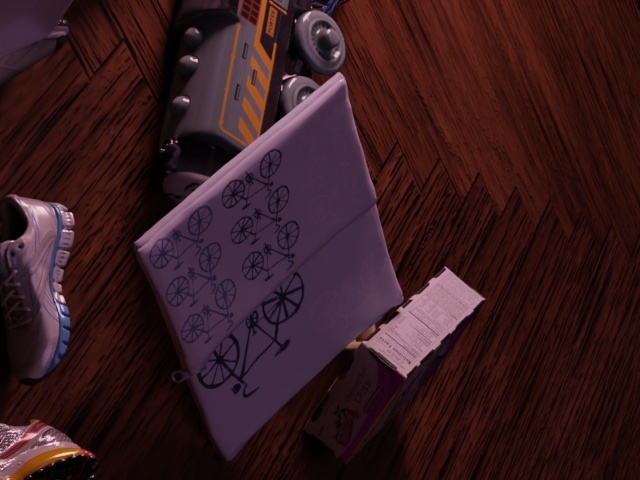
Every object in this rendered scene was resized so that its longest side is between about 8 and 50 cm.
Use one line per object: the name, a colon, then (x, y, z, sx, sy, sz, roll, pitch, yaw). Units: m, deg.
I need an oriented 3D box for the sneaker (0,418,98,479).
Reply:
sneaker: (-0.313, 0.215, 1.701, 0.225, 0.093, 0.088, -8, 125, -46)

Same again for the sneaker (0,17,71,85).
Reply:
sneaker: (-0.327, -0.176, 1.773, 0.271, 0.100, 0.108, -30, 142, -64)

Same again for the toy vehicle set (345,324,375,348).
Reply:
toy vehicle set: (0.000, 0.000, 2.298, 0.166, 0.035, 0.266, 3, 80, -59)

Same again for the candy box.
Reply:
candy box: (0.091, 0.147, 2.285, 0.071, 0.159, 0.233, 39, 36, 10)

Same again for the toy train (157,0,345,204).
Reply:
toy train: (-0.088, -0.160, 2.115, 0.190, 0.142, 0.334, 31, 57, -37)

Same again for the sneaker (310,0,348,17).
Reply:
sneaker: (0.011, -0.316, 2.360, 0.087, 0.083, 0.221, 64, 38, -40)

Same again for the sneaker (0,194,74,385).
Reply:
sneaker: (-0.285, 0.044, 1.803, 0.083, 0.071, 0.190, 26, 52, -47)

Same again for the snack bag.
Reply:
snack bag: (-0.043, 0.041, 2.051, 0.323, 0.037, 0.342, -42, 136, -29)

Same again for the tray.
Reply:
tray: (-0.300, -0.176, 1.586, 0.030, 0.145, 0.270, 52, 47, 5)
